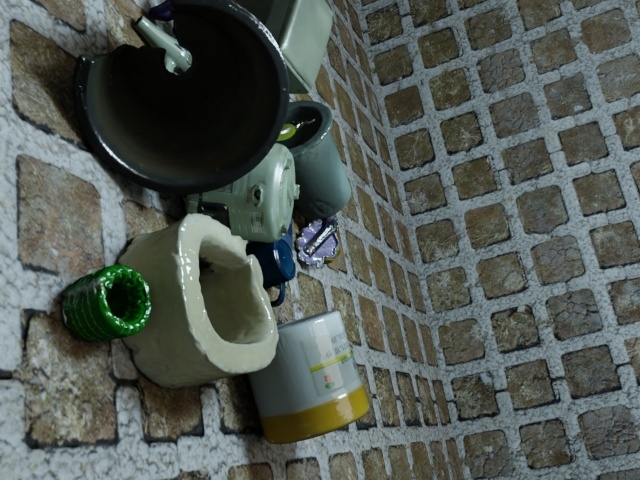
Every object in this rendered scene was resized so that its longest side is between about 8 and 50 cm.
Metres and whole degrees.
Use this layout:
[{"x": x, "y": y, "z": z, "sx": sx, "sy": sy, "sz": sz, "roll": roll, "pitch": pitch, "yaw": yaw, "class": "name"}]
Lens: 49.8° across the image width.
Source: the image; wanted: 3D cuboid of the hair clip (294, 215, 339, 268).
[{"x": 0.000, "y": -0.001, "z": 2.007, "sx": 0.124, "sy": 0.052, "sz": 0.195, "roll": 40, "pitch": 58, "yaw": -3, "class": "hair clip"}]

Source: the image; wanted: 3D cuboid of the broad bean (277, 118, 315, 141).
[{"x": -0.161, "y": -0.286, "z": 1.758, "sx": 0.325, "sy": 0.067, "sz": 0.075, "roll": -4, "pitch": 106, "yaw": -41, "class": "broad bean"}]

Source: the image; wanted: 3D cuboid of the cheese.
[{"x": -0.215, "y": 0.118, "z": 1.283, "sx": 0.332, "sy": 0.153, "sz": 0.293, "roll": 32, "pitch": 45, "yaw": -61, "class": "cheese"}]

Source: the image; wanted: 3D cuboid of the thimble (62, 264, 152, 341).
[{"x": -0.333, "y": 0.100, "z": 1.079, "sx": 0.130, "sy": 0.090, "sz": 0.118, "roll": 36, "pitch": 42, "yaw": -58, "class": "thimble"}]

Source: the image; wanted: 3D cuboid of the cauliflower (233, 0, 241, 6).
[{"x": -0.163, "y": -0.765, "z": 1.994, "sx": 0.256, "sy": 0.315, "sz": 0.239, "roll": 74, "pitch": -7, "yaw": -49, "class": "cauliflower"}]

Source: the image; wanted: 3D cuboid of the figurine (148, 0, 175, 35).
[{"x": -0.327, "y": -0.686, "z": 1.605, "sx": 0.154, "sy": 0.193, "sz": 0.421, "roll": 8, "pitch": 62, "yaw": -65, "class": "figurine"}]

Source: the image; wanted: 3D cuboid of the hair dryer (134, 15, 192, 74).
[{"x": -0.363, "y": -0.390, "z": 1.499, "sx": 0.167, "sy": 0.067, "sz": 0.199, "roll": 51, "pitch": 42, "yaw": -27, "class": "hair dryer"}]

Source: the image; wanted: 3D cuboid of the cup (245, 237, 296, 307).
[{"x": -0.132, "y": 0.072, "z": 1.568, "sx": 0.150, "sy": 0.138, "sz": 0.113, "roll": 66, "pitch": 21, "yaw": -17, "class": "cup"}]

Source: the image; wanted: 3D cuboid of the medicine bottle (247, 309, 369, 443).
[{"x": -0.036, "y": 0.291, "z": 1.494, "sx": 0.238, "sy": 0.237, "sz": 0.232, "roll": -8, "pitch": 81, "yaw": -70, "class": "medicine bottle"}]

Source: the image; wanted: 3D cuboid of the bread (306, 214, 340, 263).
[{"x": 0.014, "y": -0.036, "z": 2.132, "sx": 0.128, "sy": 0.087, "sz": 0.232, "roll": 45, "pitch": 32, "yaw": -42, "class": "bread"}]

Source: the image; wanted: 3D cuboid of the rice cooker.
[{"x": -0.175, "y": -0.103, "z": 1.463, "sx": 0.226, "sy": 0.244, "sz": 0.226, "roll": 7, "pitch": 90, "yaw": -85, "class": "rice cooker"}]

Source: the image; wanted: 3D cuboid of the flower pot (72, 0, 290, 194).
[{"x": -0.259, "y": -0.298, "z": 1.314, "sx": 0.379, "sy": 0.379, "sz": 0.251, "roll": 60, "pitch": 2, "yaw": -32, "class": "flower pot"}]

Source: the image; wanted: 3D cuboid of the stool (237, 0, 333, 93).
[{"x": -0.137, "y": -0.520, "z": 1.758, "sx": 0.170, "sy": 0.269, "sz": 0.244, "roll": 42, "pitch": 59, "yaw": -54, "class": "stool"}]

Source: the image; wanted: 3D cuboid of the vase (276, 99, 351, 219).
[{"x": -0.041, "y": -0.216, "z": 1.966, "sx": 0.291, "sy": 0.244, "sz": 0.245, "roll": 65, "pitch": 19, "yaw": -45, "class": "vase"}]

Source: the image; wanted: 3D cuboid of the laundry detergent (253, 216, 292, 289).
[{"x": -0.118, "y": -0.022, "z": 1.748, "sx": 0.143, "sy": 0.094, "sz": 0.290, "roll": 44, "pitch": 34, "yaw": -60, "class": "laundry detergent"}]
